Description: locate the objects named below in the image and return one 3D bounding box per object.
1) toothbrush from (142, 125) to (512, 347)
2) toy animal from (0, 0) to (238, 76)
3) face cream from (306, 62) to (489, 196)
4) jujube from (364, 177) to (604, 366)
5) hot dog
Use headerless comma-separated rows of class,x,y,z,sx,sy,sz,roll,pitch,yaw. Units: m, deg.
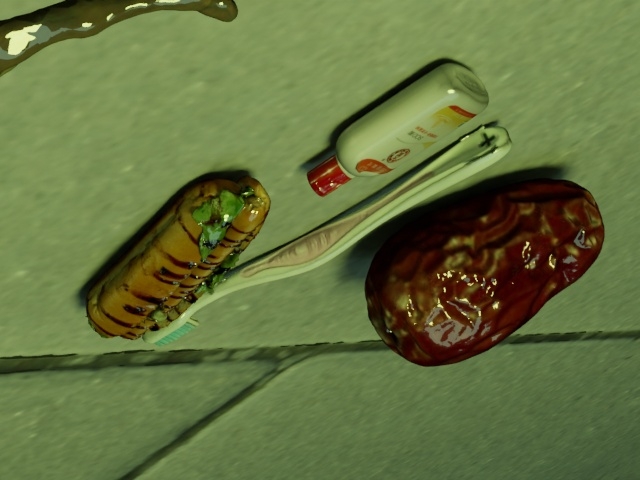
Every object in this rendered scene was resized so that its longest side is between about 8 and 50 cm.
toothbrush,0.000,0.000,0.856,0.204,0.017,0.022,-30,149,16
toy animal,-0.123,-0.055,0.481,0.186,0.094,0.214,-28,154,-5
face cream,0.030,-0.045,0.768,0.083,0.021,0.040,-33,158,23
jujube,0.084,0.012,0.904,0.129,0.077,0.077,-26,162,-17
hot dog,-0.060,0.011,0.784,0.049,0.037,0.122,-11,158,-42
